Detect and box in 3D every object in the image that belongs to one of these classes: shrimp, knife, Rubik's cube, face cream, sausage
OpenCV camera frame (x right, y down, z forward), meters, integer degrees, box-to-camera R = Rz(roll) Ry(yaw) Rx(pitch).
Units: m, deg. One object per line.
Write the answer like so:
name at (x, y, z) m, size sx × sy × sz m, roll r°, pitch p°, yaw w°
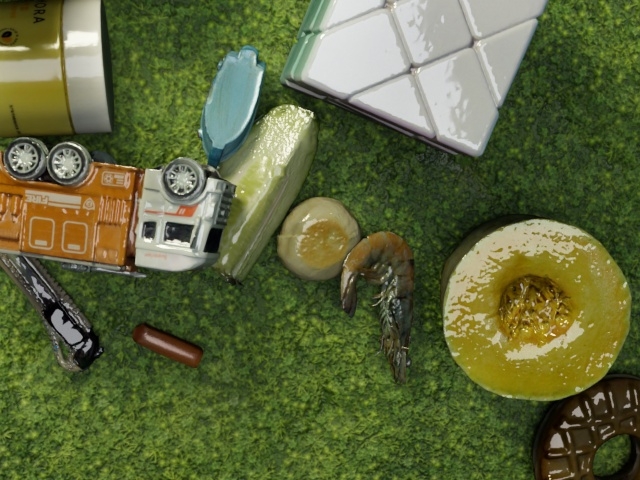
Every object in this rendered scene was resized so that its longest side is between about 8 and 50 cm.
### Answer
shrimp at (0.103, 0.131, 1.844) m, size 0.169 × 0.058 × 0.295 m, roll -11°, pitch 104°, yaw -32°
knife at (-0.503, 0.077, 1.773) m, size 0.089 × 0.043 × 0.365 m, roll -35°, pitch 101°, yaw -4°
Rubik's cube at (0.145, -0.343, 1.675) m, size 0.319 × 0.316 × 0.321 m, roll 22°, pitch 93°, yaw -11°
face cream at (-0.432, -0.276, 1.642) m, size 0.180 × 0.218 × 0.218 m, roll -4°, pitch 99°, yaw -7°
sausage at (-0.273, 0.186, 1.825) m, size 0.131 × 0.041 × 0.039 m, roll 26°, pitch 99°, yaw -11°

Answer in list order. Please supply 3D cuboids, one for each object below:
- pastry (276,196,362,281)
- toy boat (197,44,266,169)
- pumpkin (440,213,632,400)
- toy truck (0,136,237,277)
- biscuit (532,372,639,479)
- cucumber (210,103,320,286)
pastry at (0.000, 0.000, 1.817) m, size 0.157 × 0.092 × 0.156 m, roll -3°, pitch 108°, yaw -11°
toy boat at (-0.155, -0.223, 1.752) m, size 0.088 × 0.102 × 0.215 m, roll 18°, pitch 80°, yaw -9°
pumpkin at (0.373, 0.110, 1.850) m, size 0.333 × 0.199 × 0.332 m, roll 0°, pitch 98°, yaw -1°
toy truck at (-0.342, -0.045, 1.665) m, size 0.388 × 0.173 × 0.206 m, roll 8°, pitch 90°, yaw 7°
biscuit at (0.562, 0.411, 1.958) m, size 0.332 × 0.103 × 0.331 m, roll -1°, pitch 98°, yaw -9°
cucumber at (-0.114, -0.090, 1.783) m, size 0.145 × 0.105 × 0.325 m, roll 31°, pitch 91°, yaw 21°
